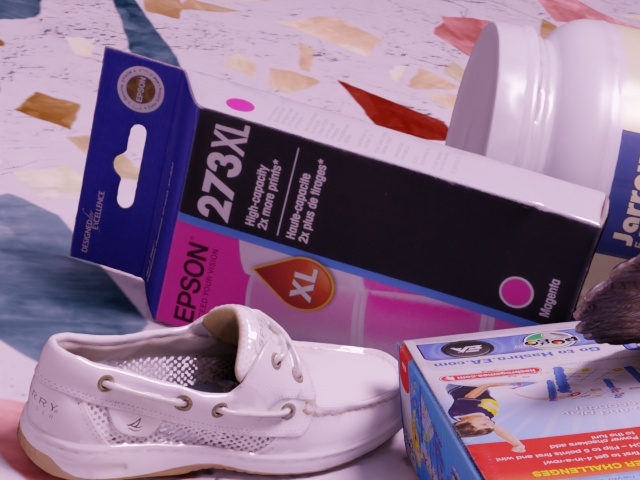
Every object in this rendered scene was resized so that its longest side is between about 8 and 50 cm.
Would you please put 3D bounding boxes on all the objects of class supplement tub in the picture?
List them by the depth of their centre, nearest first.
[{"bbox_3d":[0.270,-0.044,1.384,0.324,0.235,0.235,11,26,-6],"label":"supplement tub"}]

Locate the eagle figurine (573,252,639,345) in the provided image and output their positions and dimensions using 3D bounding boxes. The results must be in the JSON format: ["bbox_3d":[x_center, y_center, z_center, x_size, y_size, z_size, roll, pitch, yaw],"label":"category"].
[{"bbox_3d":[0.319,0.005,1.040,0.225,0.226,0.298,38,62,4],"label":"eagle figurine"}]

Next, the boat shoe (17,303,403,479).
[{"bbox_3d":[-0.053,0.089,1.115,0.277,0.096,0.098,-4,30,-33],"label":"boat shoe"}]

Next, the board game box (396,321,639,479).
[{"bbox_3d":[0.224,0.130,1.035,0.308,0.086,0.302,-6,16,-6],"label":"board game box"}]

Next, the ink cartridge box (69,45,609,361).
[{"bbox_3d":[0.000,0.000,1.227,0.371,0.176,0.069,18,27,8],"label":"ink cartridge box"}]
